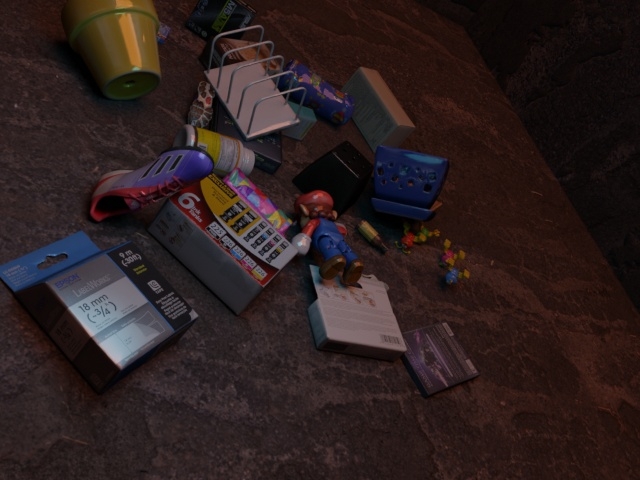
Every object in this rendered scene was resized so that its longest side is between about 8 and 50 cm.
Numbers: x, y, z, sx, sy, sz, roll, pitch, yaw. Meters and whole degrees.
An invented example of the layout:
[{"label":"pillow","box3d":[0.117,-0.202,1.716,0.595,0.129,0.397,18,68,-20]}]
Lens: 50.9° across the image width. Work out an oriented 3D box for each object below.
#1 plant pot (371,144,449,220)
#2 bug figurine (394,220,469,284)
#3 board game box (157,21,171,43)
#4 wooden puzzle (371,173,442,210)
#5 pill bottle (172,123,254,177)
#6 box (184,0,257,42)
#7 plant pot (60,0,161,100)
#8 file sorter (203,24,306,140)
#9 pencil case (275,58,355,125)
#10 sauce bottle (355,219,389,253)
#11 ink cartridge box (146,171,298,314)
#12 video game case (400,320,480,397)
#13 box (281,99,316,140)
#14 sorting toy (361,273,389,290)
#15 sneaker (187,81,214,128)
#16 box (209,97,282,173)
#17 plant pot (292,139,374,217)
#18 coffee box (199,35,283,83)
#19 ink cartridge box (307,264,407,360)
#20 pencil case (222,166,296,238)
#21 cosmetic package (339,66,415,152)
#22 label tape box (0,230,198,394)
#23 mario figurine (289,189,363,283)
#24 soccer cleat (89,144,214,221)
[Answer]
[{"label":"plant pot","box3d":[0.291,-0.180,2.222,0.235,0.212,0.236,12,3,13]},{"label":"bug figurine","box3d":[0.382,0.038,2.285,0.279,0.072,0.216,40,29,3]},{"label":"board game box","box3d":[-0.537,-0.686,2.179,0.090,0.020,0.090,28,38,-19]},{"label":"wooden puzzle","box3d":[0.316,-0.179,2.473,0.239,0.044,0.221,45,36,11]},{"label":"pill bottle","box3d":[-0.295,-0.240,1.874,0.214,0.117,0.117,14,45,-35]},{"label":"box","box3d":[-0.340,-0.757,2.297,0.184,0.191,0.045,35,34,-12]},{"label":"plant pot","box3d":[-0.548,-0.525,1.833,0.254,0.254,0.239,-9,76,-48]},{"label":"file sorter","box3d":[-0.194,-0.477,2.019,0.192,0.173,0.278,-23,69,-28]},{"label":"pencil case","box3d":[-0.011,-0.539,2.450,0.306,0.119,0.133,28,62,-21]},{"label":"sauce bottle","box3d":[0.168,-0.010,2.154,0.128,0.042,0.042,47,35,1]},{"label":"ink cartridge box","box3d":[-0.225,-0.014,1.700,0.309,0.130,0.272,43,34,0]},{"label":"video game case","box3d":[0.339,0.342,1.973,0.274,0.026,0.196,-6,58,-46]},{"label":"box","box3d":[-0.141,-0.411,2.214,0.244,0.100,0.060,12,44,-37]},{"label":"sorting toy","box3d":[0.149,0.125,1.999,0.083,0.045,0.075,13,37,-34]},{"label":"sneaker","box3d":[-0.360,-0.395,2.021,0.068,0.071,0.170,24,56,-21]},{"label":"box","box3d":[-0.229,-0.322,2.071,0.232,0.059,0.183,23,41,-25]},{"label":"plant pot","box3d":[0.057,-0.207,2.139,0.188,0.167,0.187,44,35,3]},{"label":"coffee box","box3d":[-0.267,-0.596,2.281,0.246,0.098,0.141,-12,62,-49]},{"label":"ink cartridge box","box3d":[0.088,0.200,1.845,0.275,0.060,0.239,15,41,-33]},{"label":"pencil case","box3d":[-0.178,-0.090,1.835,0.236,0.104,0.104,44,35,-3]},{"label":"cosmetic package","box3d":[0.212,-0.501,2.597,0.113,0.160,0.310,-4,58,-47]},{"label":"label tape box","box3d":[-0.452,0.109,1.375,0.334,0.106,0.240,47,35,5]},{"label":"mario figurine","box3d":[0.000,0.000,1.908,0.198,0.170,0.321,60,3,-49]},{"label":"soccer cleat","box3d":[-0.384,-0.122,1.529,0.116,0.318,0.109,-83,151,-44]}]
